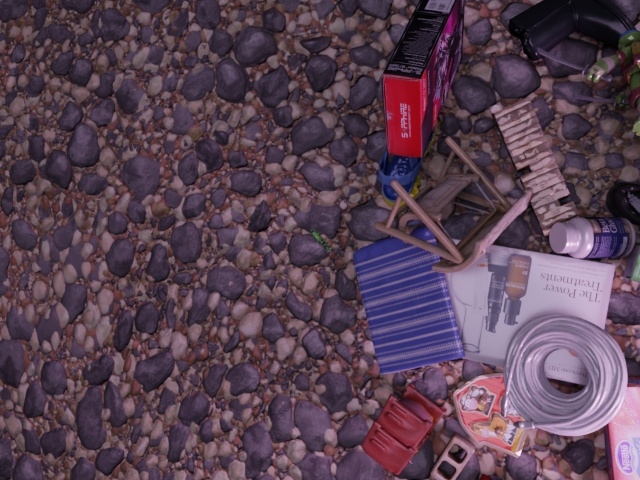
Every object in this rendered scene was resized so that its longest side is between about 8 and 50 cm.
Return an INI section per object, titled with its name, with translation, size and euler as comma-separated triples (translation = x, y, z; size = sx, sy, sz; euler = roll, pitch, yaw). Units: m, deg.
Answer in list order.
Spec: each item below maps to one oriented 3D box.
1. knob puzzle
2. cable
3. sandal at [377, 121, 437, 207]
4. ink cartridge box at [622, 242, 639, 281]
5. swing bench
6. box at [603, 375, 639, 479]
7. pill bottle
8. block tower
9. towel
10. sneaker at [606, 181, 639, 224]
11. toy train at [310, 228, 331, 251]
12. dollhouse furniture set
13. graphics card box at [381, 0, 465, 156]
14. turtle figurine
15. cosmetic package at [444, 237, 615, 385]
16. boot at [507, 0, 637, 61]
[knob puzzle]
translation = 0.418, 0.416, 1.543
size = 0.213, 0.030, 0.213
euler = -1, 87, 19
[cable]
translation = 0.525, 0.288, 1.356
size = 0.257, 0.089, 0.257
euler = 1, 85, 36
[sandal]
translation = 0.216, -0.244, 1.591
size = 0.126, 0.138, 0.318
euler = 8, 88, 21
[ink cartridge box]
translation = 0.788, 0.074, 1.371
size = 0.208, 0.153, 0.087
euler = 17, 93, 20
[swing bench]
translation = 0.310, -0.070, 1.464
size = 0.254, 0.253, 0.165
euler = 38, 141, 19
[box]
translation = 0.706, 0.457, 1.379
size = 0.142, 0.154, 0.300
euler = -5, 86, 18
[pill bottle]
translation = 0.613, -0.007, 1.427
size = 0.169, 0.094, 0.094
euler = -1, 86, -14
[block tower]
translation = 0.515, -0.181, 1.510
size = 0.097, 0.091, 0.336
euler = -24, 80, 15
[towel]
translation = 0.214, 0.148, 1.569
size = 0.243, 0.040, 0.336
euler = -21, 73, 35
[sneaker]
translation = 0.777, -0.040, 1.392
size = 0.286, 0.130, 0.109
euler = 27, 98, 17
[toy train]
translation = 0.000, 0.000, 1.710
size = 0.017, 0.023, 0.083
euler = -45, 75, 12
[dollhouse furniture set]
translation = 0.303, 0.519, 1.487
size = 0.374, 0.201, 0.152
euler = 33, 98, 18
[graphics card box]
translation = 0.245, -0.403, 1.455
size = 0.094, 0.233, 0.371
euler = 13, 56, 19
[turtle figurine]
translation = 0.652, -0.317, 1.376
size = 0.274, 0.198, 0.266
euler = -16, 56, 12
[cosmetic package]
translation = 0.476, 0.163, 1.504
size = 0.377, 0.097, 0.285
euler = 9, 93, 19
[boot]
translation = 0.593, -0.490, 1.494
size = 0.207, 0.094, 0.246
euler = -37, 70, 10
